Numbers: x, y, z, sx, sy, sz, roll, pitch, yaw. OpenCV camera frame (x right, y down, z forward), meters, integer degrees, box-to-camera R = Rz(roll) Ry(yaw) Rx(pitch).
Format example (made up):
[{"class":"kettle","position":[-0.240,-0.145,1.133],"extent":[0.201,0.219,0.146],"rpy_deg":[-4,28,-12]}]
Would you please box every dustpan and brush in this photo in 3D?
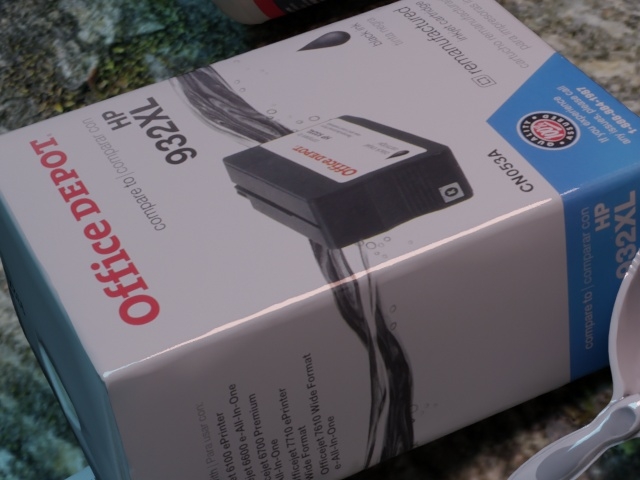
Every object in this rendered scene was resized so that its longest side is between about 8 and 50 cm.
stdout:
[{"class":"dustpan and brush","position":[0.175,0.067,0.786],"extent":[0.211,0.060,0.147],"rpy_deg":[-39,77,21]}]

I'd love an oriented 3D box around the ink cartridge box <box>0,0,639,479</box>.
[{"class":"ink cartridge box","position":[0.000,0.000,0.861],"extent":[0.307,0.129,0.223],"rpy_deg":[-21,40,-16]}]

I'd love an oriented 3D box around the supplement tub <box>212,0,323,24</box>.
[{"class":"supplement tub","position":[0.032,-0.277,1.133],"extent":[0.272,0.191,0.191],"rpy_deg":[-18,42,11]}]

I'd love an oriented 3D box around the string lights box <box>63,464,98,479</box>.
[{"class":"string lights box","position":[-0.105,0.238,0.766],"extent":[0.133,0.077,0.260],"rpy_deg":[-31,41,-6]}]
